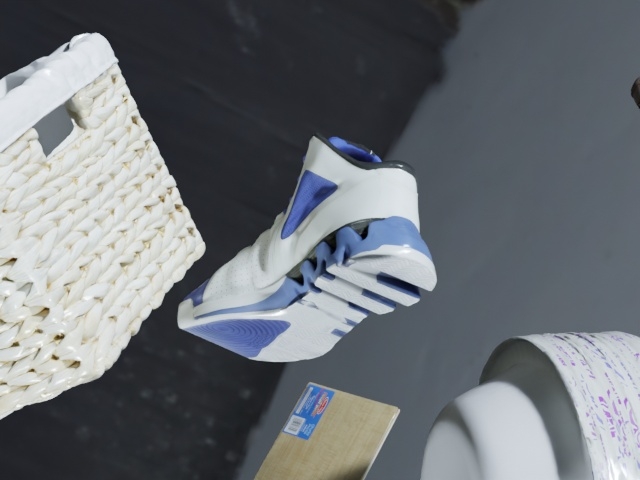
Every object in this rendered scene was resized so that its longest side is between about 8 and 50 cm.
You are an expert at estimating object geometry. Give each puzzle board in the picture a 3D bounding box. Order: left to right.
[{"bbox_3d":[0.001,0.187,1.332,0.096,0.011,0.128,13,60,34],"label":"puzzle board"}]

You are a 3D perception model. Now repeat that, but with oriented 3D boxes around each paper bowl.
[{"bbox_3d":[0.164,0.210,1.127,0.284,0.148,0.284,178,90,-78],"label":"paper bowl"}]

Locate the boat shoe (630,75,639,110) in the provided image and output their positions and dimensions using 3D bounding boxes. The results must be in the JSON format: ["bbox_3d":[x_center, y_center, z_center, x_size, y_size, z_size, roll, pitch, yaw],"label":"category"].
[{"bbox_3d":[0.384,-0.036,1.345,0.096,0.324,0.117,-24,31,28],"label":"boat shoe"}]

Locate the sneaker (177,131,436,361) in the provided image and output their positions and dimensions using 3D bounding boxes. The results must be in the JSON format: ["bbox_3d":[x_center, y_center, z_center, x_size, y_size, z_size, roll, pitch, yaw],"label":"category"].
[{"bbox_3d":[0.001,0.000,1.572,0.315,0.127,0.182,-26,47,42],"label":"sneaker"}]

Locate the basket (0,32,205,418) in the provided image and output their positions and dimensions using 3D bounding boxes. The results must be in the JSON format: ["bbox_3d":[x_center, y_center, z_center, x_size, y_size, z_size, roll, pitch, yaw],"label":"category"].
[{"bbox_3d":[-0.334,0.006,1.531,0.331,0.266,0.328,-24,14,25],"label":"basket"}]
